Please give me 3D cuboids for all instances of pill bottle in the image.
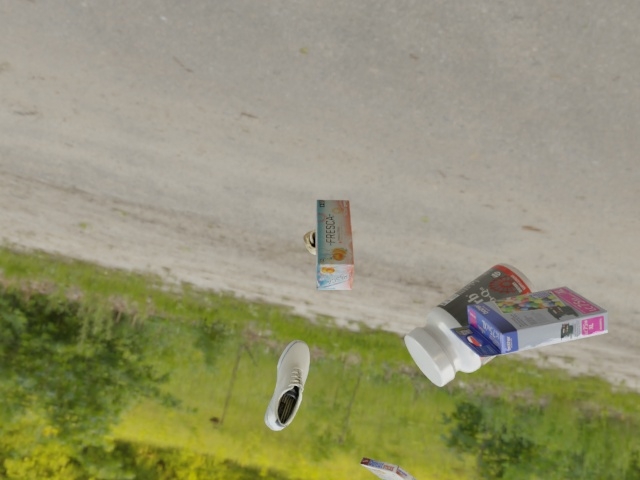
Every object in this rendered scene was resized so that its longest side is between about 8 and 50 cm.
[{"bbox_3d":[0.433,0.241,2.008,0.210,0.362,0.210,52,166,19],"label":"pill bottle"}]

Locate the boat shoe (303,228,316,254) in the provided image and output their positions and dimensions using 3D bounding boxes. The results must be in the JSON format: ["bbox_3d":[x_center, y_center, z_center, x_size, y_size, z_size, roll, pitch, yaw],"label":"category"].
[{"bbox_3d":[0.000,0.000,1.621,0.059,0.063,0.170,51,169,-27],"label":"boat shoe"}]

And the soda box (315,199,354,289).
[{"bbox_3d":[0.023,0.005,1.222,0.062,0.183,0.058,1,128,-1],"label":"soda box"}]

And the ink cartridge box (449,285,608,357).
[{"bbox_3d":[0.474,0.185,1.639,0.310,0.065,0.186,-12,-163,-8],"label":"ink cartridge box"}]

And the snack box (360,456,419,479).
[{"bbox_3d":[0.155,0.528,1.618,0.064,0.022,0.178,37,159,-12],"label":"snack box"}]

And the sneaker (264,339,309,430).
[{"bbox_3d":[-0.076,0.401,1.970,0.094,0.258,0.091,23,158,-22],"label":"sneaker"}]
